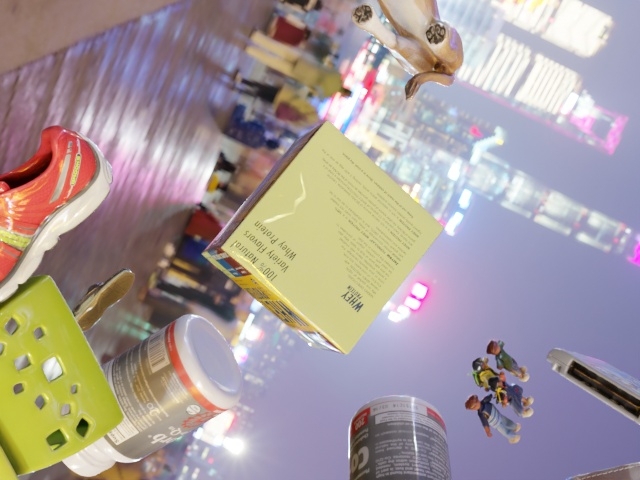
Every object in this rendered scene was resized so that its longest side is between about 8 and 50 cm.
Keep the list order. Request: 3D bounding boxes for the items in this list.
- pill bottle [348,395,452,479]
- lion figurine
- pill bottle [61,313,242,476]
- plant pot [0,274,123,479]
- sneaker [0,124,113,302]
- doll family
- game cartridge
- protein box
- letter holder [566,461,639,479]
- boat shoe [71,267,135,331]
[{"bbox_3d":[0.123,0.391,1.330,0.283,0.161,0.161,-88,-160,-54],"label":"pill bottle"},{"bbox_3d":[0.123,-0.334,1.198,0.240,0.142,0.392,26,54,-62],"label":"lion figurine"},{"bbox_3d":[-0.358,0.321,1.778,0.362,0.210,0.210,-31,-169,14],"label":"pill bottle"},{"bbox_3d":[-0.426,0.198,1.095,0.228,0.227,0.207,-14,-163,34],"label":"plant pot"},{"bbox_3d":[-0.379,-0.027,1.035,0.279,0.118,0.107,-48,-141,-7],"label":"sneaker"},{"bbox_3d":[0.295,0.249,1.467,0.076,0.111,0.193,-39,-156,24],"label":"doll family"},{"bbox_3d":[0.622,0.311,1.763,0.297,0.198,0.062,33,-75,50],"label":"game cartridge"},{"bbox_3d":[0.000,0.000,1.083,0.201,0.200,0.136,-52,-169,-14],"label":"protein box"},{"bbox_3d":[0.328,0.307,0.648,0.302,0.214,0.152,-134,-138,-63],"label":"letter holder"},{"bbox_3d":[-0.411,0.102,1.623,0.152,0.049,0.056,-43,146,3],"label":"boat shoe"}]
